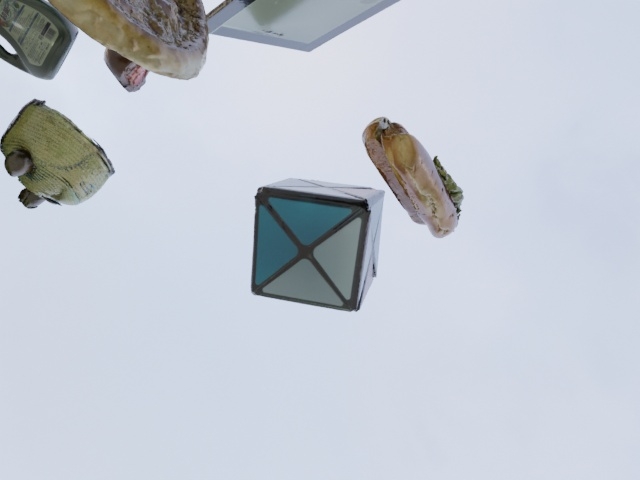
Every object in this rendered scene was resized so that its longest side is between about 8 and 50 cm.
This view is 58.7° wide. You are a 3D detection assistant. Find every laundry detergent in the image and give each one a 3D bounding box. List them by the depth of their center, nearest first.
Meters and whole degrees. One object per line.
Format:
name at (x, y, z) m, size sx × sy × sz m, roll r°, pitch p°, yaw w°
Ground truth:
laundry detergent at (-0.571, -0.398, 1.034) m, size 0.144 × 0.222 × 0.078 m, roll -48°, pitch -150°, yaw 27°

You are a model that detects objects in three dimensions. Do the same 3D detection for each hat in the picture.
hat at (-0.199, -0.056, 0.417) m, size 0.076 × 0.059 × 0.077 m, roll 42°, pitch -28°, yaw -20°

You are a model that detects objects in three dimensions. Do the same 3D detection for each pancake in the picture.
pancake at (-0.122, -0.165, 0.348) m, size 0.028 × 0.158 × 0.158 m, roll -33°, pitch -102°, yaw 26°

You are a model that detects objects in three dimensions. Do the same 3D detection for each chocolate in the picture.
chocolate at (-0.428, -0.425, 1.333) m, size 0.133 × 0.127 × 0.124 m, roll -34°, pitch -142°, yaw -3°

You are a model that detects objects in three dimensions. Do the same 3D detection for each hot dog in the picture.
hot dog at (0.194, -0.117, 1.108) m, size 0.100 × 0.337 × 0.135 m, roll -47°, pitch -134°, yaw -2°

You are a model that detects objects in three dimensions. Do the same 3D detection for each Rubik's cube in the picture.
Rubik's cube at (0.000, 0.000, 1.279) m, size 0.247 × 0.250 × 0.248 m, roll 8°, pitch -77°, yaw 13°

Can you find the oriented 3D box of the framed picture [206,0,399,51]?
framed picture at (0.003, -0.376, 0.879) m, size 0.347 × 0.265 × 0.016 m, roll -12°, pitch -92°, yaw 46°
